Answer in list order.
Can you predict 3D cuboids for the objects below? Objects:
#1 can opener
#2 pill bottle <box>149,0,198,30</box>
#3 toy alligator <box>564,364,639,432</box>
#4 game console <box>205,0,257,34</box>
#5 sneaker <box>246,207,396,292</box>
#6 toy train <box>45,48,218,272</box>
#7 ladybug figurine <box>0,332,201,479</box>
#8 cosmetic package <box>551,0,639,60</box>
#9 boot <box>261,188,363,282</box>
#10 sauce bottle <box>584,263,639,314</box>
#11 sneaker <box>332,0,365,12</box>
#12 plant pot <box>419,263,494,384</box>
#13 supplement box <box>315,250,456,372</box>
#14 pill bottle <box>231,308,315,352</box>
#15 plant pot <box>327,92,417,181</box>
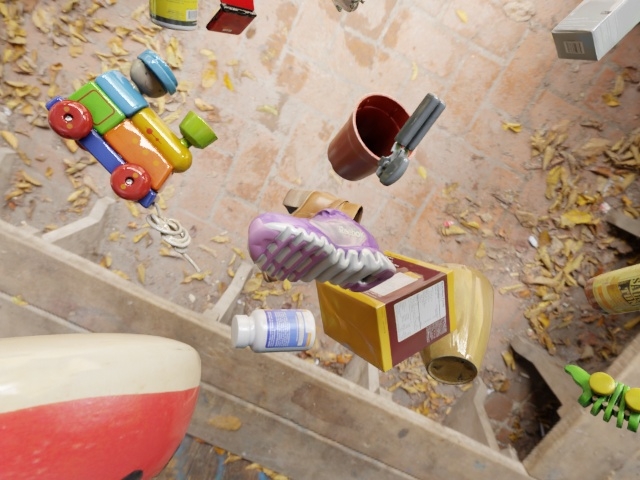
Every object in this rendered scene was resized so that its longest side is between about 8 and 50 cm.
[{"bbox_3d":[0.258,-0.278,1.156,0.074,0.093,0.280,15,114,-45],"label":"can opener"},{"bbox_3d":[-0.359,-0.640,0.996,0.119,0.119,0.208,14,125,0],"label":"pill bottle"},{"bbox_3d":[0.398,0.219,0.505,0.051,0.190,0.056,-54,134,-14],"label":"toy alligator"},{"bbox_3d":[-0.247,-0.634,1.096,0.124,0.144,0.085,-29,93,34],"label":"game console"},{"bbox_3d":[0.000,0.000,0.560,0.237,0.104,0.095,17,140,-40],"label":"sneaker"},{"bbox_3d":[-0.184,-0.098,0.502,0.143,0.105,0.248,-43,103,-10],"label":"toy train"},{"bbox_3d":[-0.301,0.204,0.410,0.305,0.449,0.161,-27,70,23],"label":"ladybug figurine"},{"bbox_3d":[0.772,-0.607,1.105,0.238,0.127,0.107,-47,126,-1],"label":"cosmetic package"},{"bbox_3d":[-0.021,0.002,1.084,0.221,0.109,0.283,16,73,23],"label":"boot"},{"bbox_3d":[0.296,0.035,0.350,0.042,0.128,0.042,5,68,-14],"label":"sauce bottle"},{"bbox_3d":[0.090,-0.693,1.096,0.111,0.297,0.129,-29,120,1],"label":"sneaker"},{"bbox_3d":[0.337,0.229,1.050,0.238,0.254,0.236,7,129,9],"label":"plant pot"},{"bbox_3d":[0.128,0.124,0.803,0.194,0.191,0.128,-19,110,-29],"label":"supplement box"},{"bbox_3d":[-0.169,0.318,1.435,0.273,0.152,0.152,5,111,-24],"label":"pill bottle"},{"bbox_3d":[0.173,-0.359,1.517,0.273,0.265,0.271,7,74,-25],"label":"plant pot"}]
